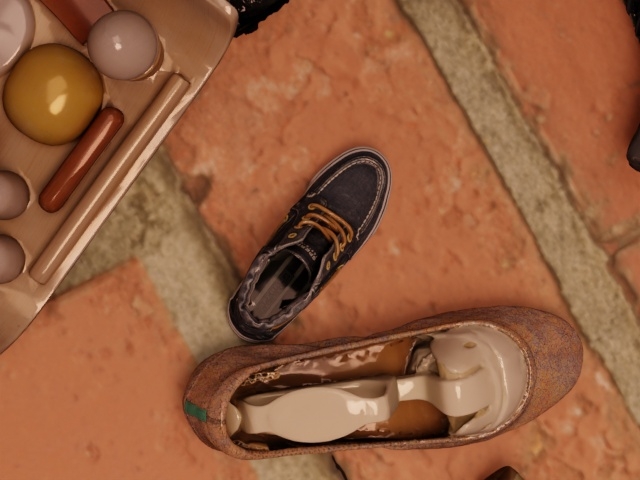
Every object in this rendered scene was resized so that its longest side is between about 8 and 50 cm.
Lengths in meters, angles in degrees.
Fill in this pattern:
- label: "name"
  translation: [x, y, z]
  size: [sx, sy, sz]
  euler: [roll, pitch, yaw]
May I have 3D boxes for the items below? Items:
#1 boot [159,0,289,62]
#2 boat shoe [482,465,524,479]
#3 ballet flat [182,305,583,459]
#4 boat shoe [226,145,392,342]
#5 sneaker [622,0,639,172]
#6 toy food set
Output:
- label: "boot"
  translation: [-0.090, -0.267, 1.093]
  size: [0.207, 0.094, 0.246]
  euler: [42, 77, -2]
- label: "boat shoe"
  translation: [0.118, 0.277, 0.980]
  size: [0.089, 0.104, 0.285]
  euler: [40, 41, -9]
- label: "ballet flat"
  translation: [0.059, 0.115, 1.049]
  size: [0.316, 0.106, 0.107]
  euler: [-10, 94, -10]
- label: "boat shoe"
  translation: [0.000, 0.000, 1.070]
  size: [0.065, 0.083, 0.183]
  euler: [37, 77, -2]
- label: "sneaker"
  translation: [0.282, -0.194, 1.146]
  size: [0.121, 0.111, 0.300]
  euler: [16, 73, 4]
- label: "toy food set"
  translation: [-0.231, -0.100, 1.002]
  size: [0.220, 0.092, 0.306]
  euler: [36, 90, 2]
